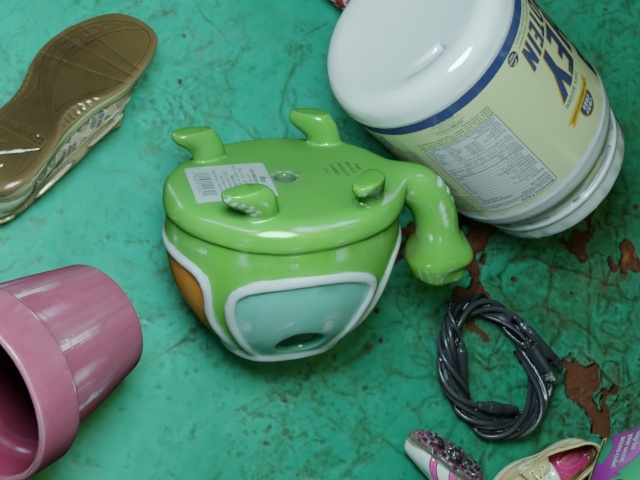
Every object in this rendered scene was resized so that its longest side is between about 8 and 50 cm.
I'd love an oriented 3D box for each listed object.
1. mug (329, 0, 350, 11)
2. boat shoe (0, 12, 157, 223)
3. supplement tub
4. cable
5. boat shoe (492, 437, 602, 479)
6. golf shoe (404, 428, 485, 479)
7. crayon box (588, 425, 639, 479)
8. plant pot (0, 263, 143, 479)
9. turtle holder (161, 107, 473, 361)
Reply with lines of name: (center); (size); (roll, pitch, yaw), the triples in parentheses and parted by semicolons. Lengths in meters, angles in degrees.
mug: (0.051, -0.324, 1.862); (0.169, 0.150, 0.113); (34, 101, -10)
boat shoe: (-0.282, -0.138, 1.655); (0.105, 0.089, 0.285); (33, 59, 13)
supplement tub: (0.186, -0.163, 1.750); (0.325, 0.235, 0.235); (38, 61, -42)
cable: (0.203, 0.150, 1.840); (0.184, 0.047, 0.150); (47, 67, -11)
boat shoe: (0.268, 0.283, 1.825); (0.170, 0.059, 0.063); (-30, 91, -29)
golf shoe: (0.161, 0.298, 1.762); (0.186, 0.067, 0.086); (42, 106, 9)
crayon box: (0.405, 0.437, 1.727); (0.313, 0.106, 0.363); (49, 40, -13)
plant pot: (-0.285, 0.116, 1.530); (0.180, 0.201, 0.201); (-32, 93, -44)
turtle holder: (-0.017, -0.005, 1.664); (0.320, 0.243, 0.227); (-22, 126, -38)
